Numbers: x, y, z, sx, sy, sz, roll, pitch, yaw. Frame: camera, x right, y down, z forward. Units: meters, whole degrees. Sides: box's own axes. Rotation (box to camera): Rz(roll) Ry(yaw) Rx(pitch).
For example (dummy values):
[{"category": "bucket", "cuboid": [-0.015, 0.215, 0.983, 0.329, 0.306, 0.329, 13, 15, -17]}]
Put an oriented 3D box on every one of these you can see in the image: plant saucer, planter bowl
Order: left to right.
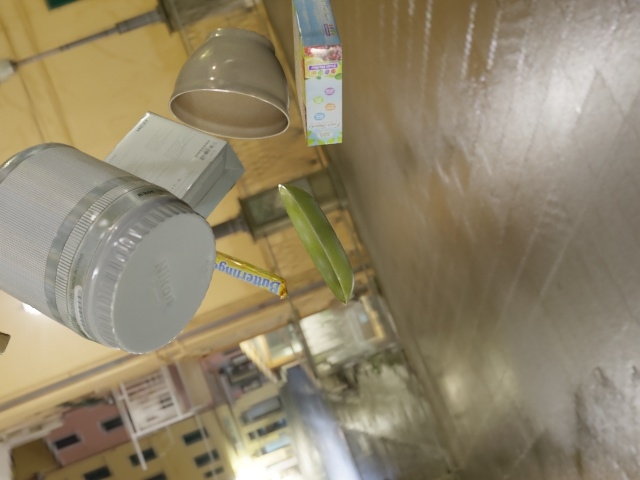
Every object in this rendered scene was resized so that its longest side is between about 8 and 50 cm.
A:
[{"category": "planter bowl", "cuboid": [-0.116, -0.216, 1.309, 0.162, 0.162, 0.109, 85, -169, -73]}, {"category": "plant saucer", "cuboid": [0.000, 0.000, 1.711, 0.241, 0.037, 0.241, 59, 172, 14]}]

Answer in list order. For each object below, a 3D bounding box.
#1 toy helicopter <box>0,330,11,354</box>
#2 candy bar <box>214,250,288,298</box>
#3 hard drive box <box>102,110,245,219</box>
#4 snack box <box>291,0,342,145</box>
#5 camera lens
[{"category": "toy helicopter", "cuboid": [-0.643, 0.105, 1.479, 0.235, 0.355, 0.140, 62, -137, -74]}, {"category": "candy bar", "cuboid": [-0.117, 0.046, 1.468, 0.161, 0.018, 0.040, 22, 137, 20]}, {"category": "hard drive box", "cuboid": [-0.288, -0.126, 1.830, 0.232, 0.181, 0.089, 25, 158, 35]}, {"category": "snack box", "cuboid": [-0.006, -0.297, 1.682, 0.207, 0.070, 0.174, 90, 173, -46]}, {"category": "camera lens", "cuboid": [-0.306, 0.006, 1.295, 0.274, 0.219, 0.219, 24, 151, 27]}]
